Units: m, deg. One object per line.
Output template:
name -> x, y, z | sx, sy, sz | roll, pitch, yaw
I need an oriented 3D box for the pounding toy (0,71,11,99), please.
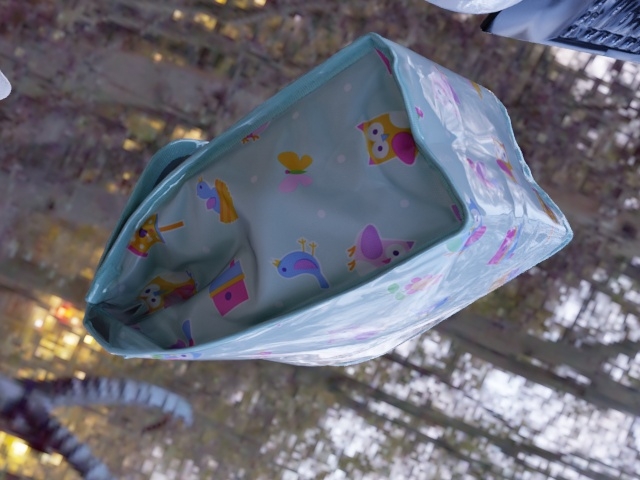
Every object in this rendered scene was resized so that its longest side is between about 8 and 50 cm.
pounding toy -> -0.388, -0.258, 1.170 | 0.154, 0.269, 0.155 | -35, -140, -19

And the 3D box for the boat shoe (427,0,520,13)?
boat shoe -> 0.094, -0.240, 0.489 | 0.102, 0.108, 0.301 | 82, 29, -83

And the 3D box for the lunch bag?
lunch bag -> 0.000, 0.000, 0.824 | 0.262, 0.160, 0.223 | -31, 164, 23

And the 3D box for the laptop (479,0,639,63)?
laptop -> 0.281, -0.136, 0.761 | 0.234, 0.264, 0.136 | -44, -126, 41
